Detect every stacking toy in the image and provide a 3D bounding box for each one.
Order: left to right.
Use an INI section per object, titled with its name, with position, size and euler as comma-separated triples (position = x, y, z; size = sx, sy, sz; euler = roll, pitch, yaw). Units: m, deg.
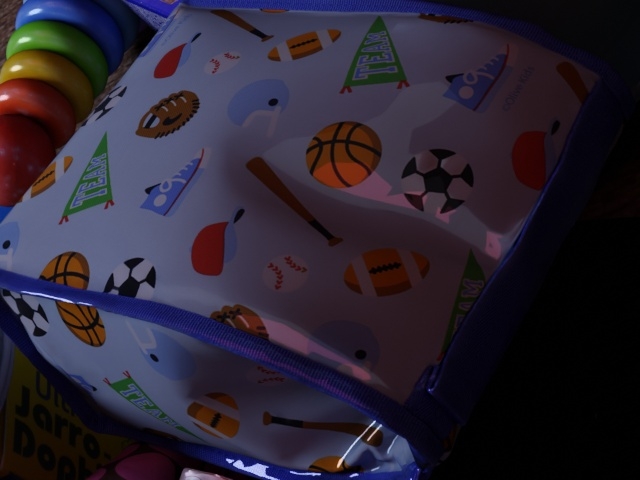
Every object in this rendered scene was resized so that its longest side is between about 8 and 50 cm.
[stacking toy]
position = -0.263, -0.173, 1.574
size = 0.141, 0.141, 0.330
euler = -10, 47, 33

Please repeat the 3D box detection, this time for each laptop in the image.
[laptop]
position = 0.216, 0.110, 1.146
size = 0.234, 0.136, 0.264
euler = -5, 85, 36

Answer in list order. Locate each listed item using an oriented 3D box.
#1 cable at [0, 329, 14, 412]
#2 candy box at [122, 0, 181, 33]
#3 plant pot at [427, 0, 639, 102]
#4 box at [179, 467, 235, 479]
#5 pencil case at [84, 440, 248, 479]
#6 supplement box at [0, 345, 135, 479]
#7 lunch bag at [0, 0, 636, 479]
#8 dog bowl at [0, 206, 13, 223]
[cable]
position = -0.360, 0.122, 1.246
size = 0.257, 0.089, 0.257
euler = 17, 73, 42
[candy box]
position = -0.018, -0.277, 1.488
size = 0.268, 0.122, 0.317
euler = -55, 40, -5
[plant pot]
position = 0.118, -0.235, 1.241
size = 0.271, 0.255, 0.272
euler = -32, 35, 26
[box]
position = 0.026, 0.274, 1.082
size = 0.300, 0.142, 0.154
euler = 8, 72, 40
[pencil case]
position = -0.128, 0.203, 1.225
size = 0.095, 0.098, 0.209
euler = -16, 9, 28
[supplement box]
position = -0.347, 0.210, 1.379
size = 0.356, 0.194, 0.195
euler = -25, 50, 22
[lunch bag]
position = 0.000, 0.000, 1.124
size = 0.385, 0.239, 0.328
euler = 5, 53, 41
[dog bowl]
position = -0.400, -0.003, 1.649
size = 0.297, 0.074, 0.166
euler = -10, 57, 32
